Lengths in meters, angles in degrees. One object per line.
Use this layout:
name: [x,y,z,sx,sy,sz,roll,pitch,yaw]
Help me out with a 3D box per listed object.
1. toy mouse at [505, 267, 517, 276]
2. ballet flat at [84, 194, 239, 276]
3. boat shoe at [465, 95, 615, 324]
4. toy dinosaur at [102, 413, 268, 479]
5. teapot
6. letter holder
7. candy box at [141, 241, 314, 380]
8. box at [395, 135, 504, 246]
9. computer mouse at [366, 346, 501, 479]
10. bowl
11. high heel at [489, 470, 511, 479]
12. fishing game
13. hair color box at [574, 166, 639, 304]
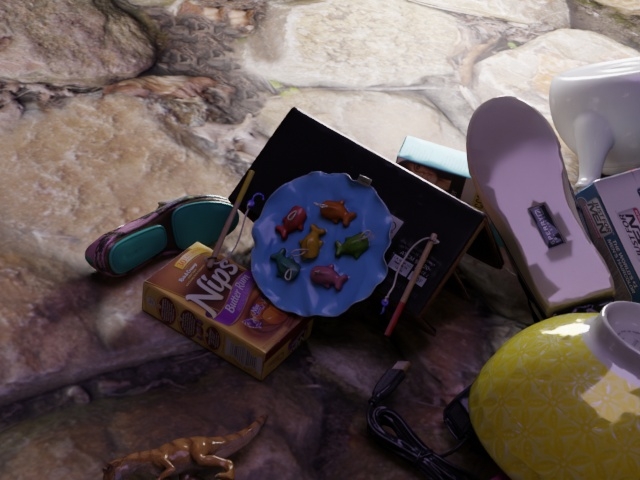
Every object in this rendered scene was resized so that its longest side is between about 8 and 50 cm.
toy mouse: [0.340,0.051,1.640,0.161,0.031,0.143,25,40,17]
ballet flat: [-0.211,-0.014,1.562,0.221,0.077,0.079,-25,31,-37]
boat shoe: [0.275,-0.013,1.549,0.127,0.158,0.341,-15,60,0]
toy dinosaur: [-0.124,0.229,1.276,0.211,0.064,0.112,-11,42,-26]
teapot: [0.480,-0.181,1.854,0.256,0.187,0.252,-11,13,-1]
letter holder: [0.067,-0.009,1.567,0.301,0.214,0.152,32,83,24]
candy box: [-0.114,0.083,1.471,0.186,0.053,0.109,27,41,21]
box: [0.221,-0.061,1.695,0.244,0.101,0.060,17,39,8]
computer mouse: [0.170,0.189,1.407,0.184,0.060,0.262,33,54,19]
bowl: [0.316,0.159,1.253,0.289,0.156,0.289,16,29,-9]
high heel: [0.147,0.271,1.246,0.377,0.127,0.181,9,40,-23]
fishing game: [0.000,0.000,1.444,0.264,0.041,0.189,24,80,21]
hair color box: [0.495,-0.020,1.646,0.347,0.105,0.174,-15,76,-33]
